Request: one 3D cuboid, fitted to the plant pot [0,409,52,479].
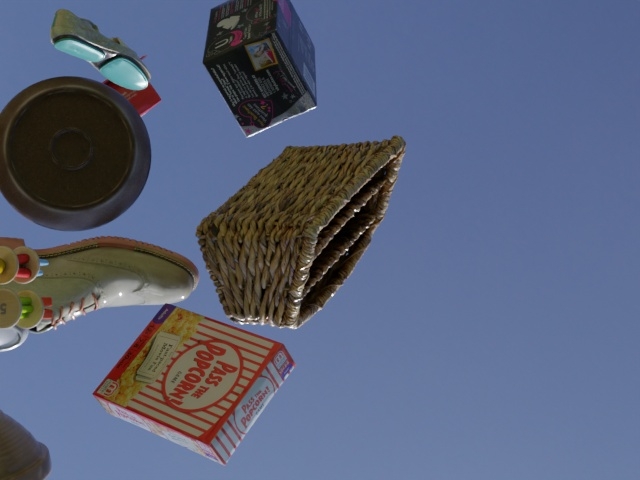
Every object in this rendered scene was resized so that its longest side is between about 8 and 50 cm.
[{"bbox_3d":[-0.543,0.326,1.801,0.237,0.237,0.109,0,-79,33],"label":"plant pot"}]

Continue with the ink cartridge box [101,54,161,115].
[{"bbox_3d":[-0.360,-0.208,1.933,0.134,0.078,0.231,-43,-170,-38],"label":"ink cartridge box"}]

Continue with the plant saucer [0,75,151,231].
[{"bbox_3d":[-0.261,-0.094,1.221,0.168,0.168,0.029,-66,-172,-13],"label":"plant saucer"}]

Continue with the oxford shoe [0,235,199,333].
[{"bbox_3d":[-0.390,0.087,1.815,0.397,0.140,0.146,-1,-131,0],"label":"oxford shoe"}]

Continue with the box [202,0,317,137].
[{"bbox_3d":[-0.101,-0.315,1.996,0.142,0.163,0.247,-22,-149,13],"label":"box"}]

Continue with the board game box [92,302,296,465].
[{"bbox_3d":[-0.147,0.161,1.345,0.194,0.045,0.146,15,-124,36],"label":"board game box"}]

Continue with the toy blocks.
[{"bbox_3d":[-0.401,0.062,1.573,0.054,0.148,0.123,-37,-103,16],"label":"toy blocks"}]

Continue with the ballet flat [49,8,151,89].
[{"bbox_3d":[-0.276,-0.247,1.487,0.057,0.168,0.052,-17,-115,27],"label":"ballet flat"}]

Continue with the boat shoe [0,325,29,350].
[{"bbox_3d":[-0.526,0.130,1.672,0.096,0.267,0.088,-52,-128,12],"label":"boat shoe"}]

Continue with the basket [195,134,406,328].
[{"bbox_3d":[0.000,0.000,1.740,0.223,0.213,0.299,-1,-152,33],"label":"basket"}]
